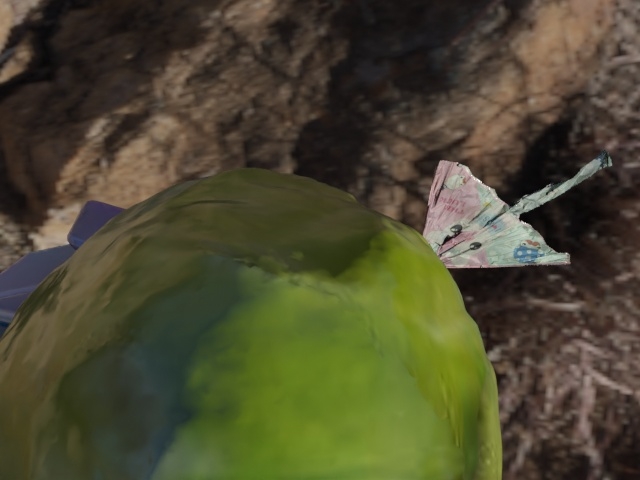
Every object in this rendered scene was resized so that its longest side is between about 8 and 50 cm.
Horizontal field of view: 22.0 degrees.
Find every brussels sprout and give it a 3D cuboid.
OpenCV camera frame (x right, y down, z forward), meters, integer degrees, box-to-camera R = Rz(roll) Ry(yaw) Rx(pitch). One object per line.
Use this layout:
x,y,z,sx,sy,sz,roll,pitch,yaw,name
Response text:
-0.040,0.120,0.846,0.268,0.344,0.344,-4,92,7,brussels sprout

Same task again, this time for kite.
0.120,-0.017,1.053,0.139,0.157,0.011,37,34,-38,kite

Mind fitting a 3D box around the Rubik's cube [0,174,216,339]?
-0.163,0.124,1.716,0.368,0.387,0.358,-38,124,-37,Rubik's cube
